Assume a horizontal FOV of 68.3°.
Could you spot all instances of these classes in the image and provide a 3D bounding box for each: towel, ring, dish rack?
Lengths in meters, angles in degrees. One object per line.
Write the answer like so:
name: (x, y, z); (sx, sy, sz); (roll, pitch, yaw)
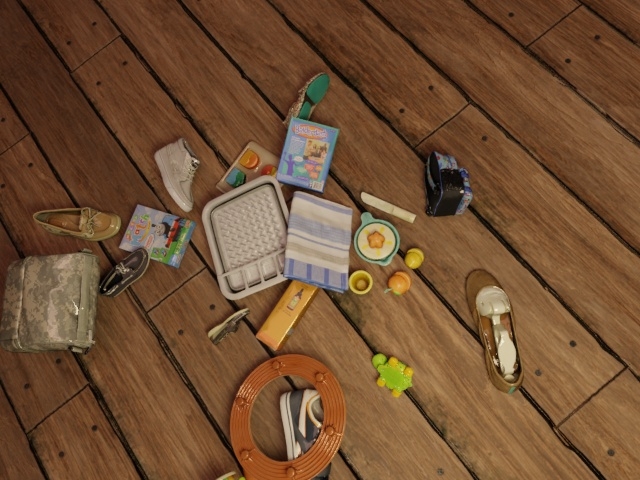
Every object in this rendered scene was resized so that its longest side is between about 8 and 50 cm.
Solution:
towel: (0.000, 0.000, 1.385); (0.209, 0.034, 0.285); (17, 61, -21)
ring: (-0.095, 0.466, 1.253); (0.336, 0.032, 0.337); (-10, 60, 18)
dish rack: (-0.203, -0.007, 1.455); (0.285, 0.072, 0.333); (-23, 74, 16)

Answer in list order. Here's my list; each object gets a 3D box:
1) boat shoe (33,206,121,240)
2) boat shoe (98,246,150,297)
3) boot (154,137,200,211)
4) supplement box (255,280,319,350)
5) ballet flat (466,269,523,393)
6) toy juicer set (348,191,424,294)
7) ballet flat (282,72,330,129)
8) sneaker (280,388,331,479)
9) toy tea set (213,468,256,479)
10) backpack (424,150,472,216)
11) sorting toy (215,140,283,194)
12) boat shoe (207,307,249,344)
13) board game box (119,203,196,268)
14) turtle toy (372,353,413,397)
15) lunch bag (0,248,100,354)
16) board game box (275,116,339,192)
boat shoe: (-0.814, -0.058, 1.581); (0.285, 0.089, 0.105); (-1, 74, 9)
boat shoe: (-0.625, 0.104, 1.501); (0.206, 0.065, 0.075); (-46, 79, 7)
boot: (-0.454, -0.226, 1.565); (0.123, 0.095, 0.258); (-32, 71, 7)
supplement box: (-0.091, 0.210, 1.399); (0.078, 0.080, 0.233); (32, 84, 15)
ballet flat: (0.478, 0.236, 1.274); (0.116, 0.124, 0.343); (-7, 73, 7)
toy juicer set: (0.204, 0.006, 1.400); (0.209, 0.089, 0.329); (5, 75, 11)
ballet flat: (-0.055, -0.465, 1.579); (0.077, 0.091, 0.241); (19, 74, 36)
sneaker: (-0.017, 0.561, 1.264); (0.127, 0.126, 0.321); (-16, 71, 10)
toy tea set: (-0.268, 0.708, 1.230); (0.336, 0.200, 0.124); (-32, 64, -6)
backpack: (0.369, -0.174, 1.396); (0.116, 0.158, 0.173); (-3, 62, 0)
sorting toy: (-0.218, -0.209, 1.554); (0.193, 0.038, 0.208); (36, 83, 16)
boat shoe: (-0.271, 0.260, 1.429); (0.152, 0.056, 0.049); (-37, 77, 8)
board game box: (-0.536, -0.015, 1.552); (0.211, 0.039, 0.160); (16, 78, 14)
turtle toy: (0.199, 0.364, 1.313); (0.130, 0.066, 0.095); (32, 105, 18)
lunch bag: (-0.785, 0.191, 1.418); (0.256, 0.212, 0.305); (-13, 71, 28)
board game box: (-0.042, -0.270, 1.502); (0.160, 0.047, 0.210); (15, 89, -1)
